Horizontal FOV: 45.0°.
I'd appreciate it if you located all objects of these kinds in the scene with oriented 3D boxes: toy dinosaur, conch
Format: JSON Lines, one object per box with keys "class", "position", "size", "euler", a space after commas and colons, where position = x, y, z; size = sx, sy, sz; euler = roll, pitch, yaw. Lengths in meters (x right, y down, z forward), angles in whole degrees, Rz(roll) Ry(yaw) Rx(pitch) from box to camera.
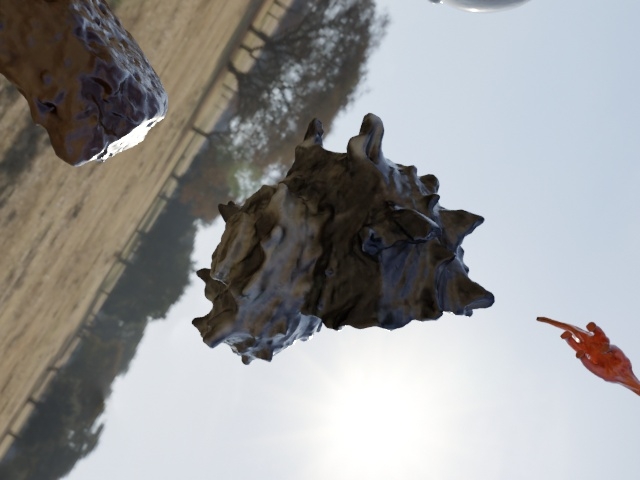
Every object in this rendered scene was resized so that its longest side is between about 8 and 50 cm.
{"class": "toy dinosaur", "position": [0.397, 0.167, 1.056], "size": [0.055, 0.101, 0.279], "euler": [-51, -147, 9]}
{"class": "conch", "position": [-0.003, 0.013, 0.666], "size": [0.313, 0.186, 0.241], "euler": [9, -137, 42]}

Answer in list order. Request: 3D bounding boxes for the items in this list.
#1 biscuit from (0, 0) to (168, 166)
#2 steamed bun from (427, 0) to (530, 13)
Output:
{"class": "biscuit", "position": [-0.417, -0.325, 1.251], "size": [0.166, 0.395, 0.343], "euler": [-34, -170, 4]}
{"class": "steamed bun", "position": [0.209, -0.364, 1.004], "size": [0.228, 0.177, 0.131], "euler": [32, -62, 57]}
